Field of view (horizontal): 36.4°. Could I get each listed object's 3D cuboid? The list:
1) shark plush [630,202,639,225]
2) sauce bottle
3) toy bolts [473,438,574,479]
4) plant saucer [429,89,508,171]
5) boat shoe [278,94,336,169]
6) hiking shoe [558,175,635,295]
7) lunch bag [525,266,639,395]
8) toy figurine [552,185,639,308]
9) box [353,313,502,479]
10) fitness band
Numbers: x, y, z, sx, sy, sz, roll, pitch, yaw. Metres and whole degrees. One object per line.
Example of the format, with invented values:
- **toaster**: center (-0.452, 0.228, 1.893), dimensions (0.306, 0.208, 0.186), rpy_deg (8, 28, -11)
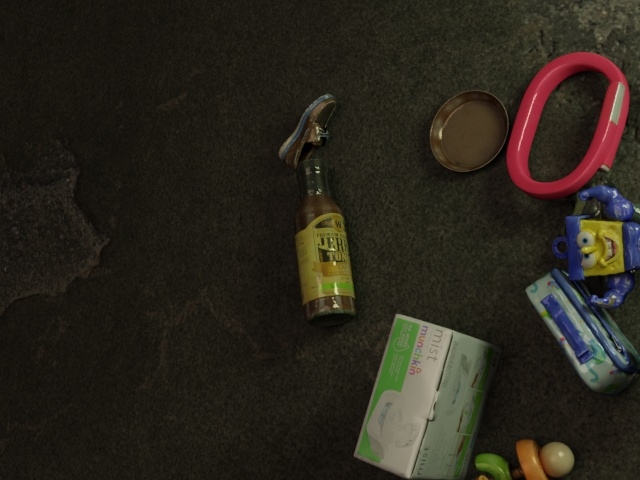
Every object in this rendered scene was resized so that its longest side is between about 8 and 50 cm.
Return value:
- **shark plush**: center (0.555, -0.047, 1.655), dimensions (0.161, 0.067, 0.073), rpy_deg (39, 94, 1)
- **sauce bottle**: center (0.000, 0.000, 2.013), dimensions (0.111, 0.111, 0.344), rpy_deg (-19, 69, 28)
- **toy bolts**: center (0.362, 0.454, 1.614), dimensions (0.158, 0.218, 0.229), rpy_deg (-24, 83, 19)
- **plant saucer**: center (0.297, -0.213, 1.926), dimensions (0.168, 0.029, 0.168), rpy_deg (-10, 72, 30)
- **boat shoe**: center (-0.014, -0.231, 2.120), dimensions (0.066, 0.066, 0.183), rpy_deg (47, 114, 28)
- **hiking shoe**: center (0.485, 0.004, 1.722), dimensions (0.114, 0.086, 0.227), rpy_deg (-20, 58, 37)
- **lunch bag**: center (0.445, 0.154, 1.640), dimensions (0.090, 0.176, 0.219), rpy_deg (-40, 58, 18)
- **toy figurine**: center (0.493, 0.035, 1.597), dimensions (0.217, 0.191, 0.363), rpy_deg (-1, 97, 36)
- **box**: center (0.198, 0.286, 1.733), dimensions (0.126, 0.231, 0.262), rpy_deg (15, 86, 35)
- **fitness band**: center (0.452, -0.210, 1.785), dimensions (0.209, 0.054, 0.291), rpy_deg (9, 76, 48)
